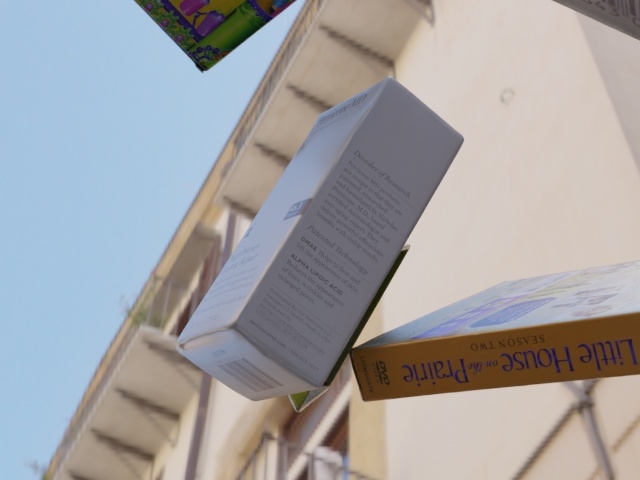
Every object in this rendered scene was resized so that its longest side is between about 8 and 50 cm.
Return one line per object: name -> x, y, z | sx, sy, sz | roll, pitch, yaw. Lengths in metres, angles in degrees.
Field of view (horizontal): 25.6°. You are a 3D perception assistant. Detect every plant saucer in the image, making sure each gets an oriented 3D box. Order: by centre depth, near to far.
plant saucer -> 0.020, 0.077, 1.464 | 0.045, 0.188, 0.188 | 30, -84, 8

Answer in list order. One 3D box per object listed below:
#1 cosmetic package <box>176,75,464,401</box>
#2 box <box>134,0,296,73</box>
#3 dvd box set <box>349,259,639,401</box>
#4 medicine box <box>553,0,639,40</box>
cosmetic package -> 0.000, 0.000, 1.034 | 0.085, 0.231, 0.117 | 37, -25, -16
box -> -0.099, -0.358, 1.239 | 0.279, 0.177, 0.290 | -36, -44, 8
dvd box set -> 0.282, 0.072, 1.372 | 0.420, 0.308, 0.062 | -11, -85, 40
medicine box -> 0.216, -0.242, 0.676 | 0.263, 0.149, 0.289 | 29, -100, 22
